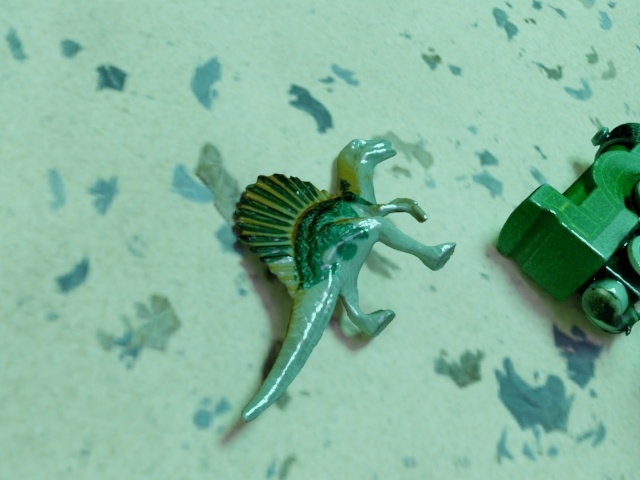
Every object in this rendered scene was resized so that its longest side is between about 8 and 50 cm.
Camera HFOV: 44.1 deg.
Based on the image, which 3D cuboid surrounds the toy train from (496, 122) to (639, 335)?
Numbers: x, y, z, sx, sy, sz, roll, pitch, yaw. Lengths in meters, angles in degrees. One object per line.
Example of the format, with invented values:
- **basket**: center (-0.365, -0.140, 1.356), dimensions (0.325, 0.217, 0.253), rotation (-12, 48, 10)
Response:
- **toy train**: center (0.199, -0.016, 0.518), dimensions (0.104, 0.071, 0.178), rotation (41, 50, 14)

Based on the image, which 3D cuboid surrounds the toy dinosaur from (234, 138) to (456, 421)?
- **toy dinosaur**: center (-0.001, 0.003, 0.412), dimensions (0.187, 0.044, 0.106), rotation (-35, 68, -28)
